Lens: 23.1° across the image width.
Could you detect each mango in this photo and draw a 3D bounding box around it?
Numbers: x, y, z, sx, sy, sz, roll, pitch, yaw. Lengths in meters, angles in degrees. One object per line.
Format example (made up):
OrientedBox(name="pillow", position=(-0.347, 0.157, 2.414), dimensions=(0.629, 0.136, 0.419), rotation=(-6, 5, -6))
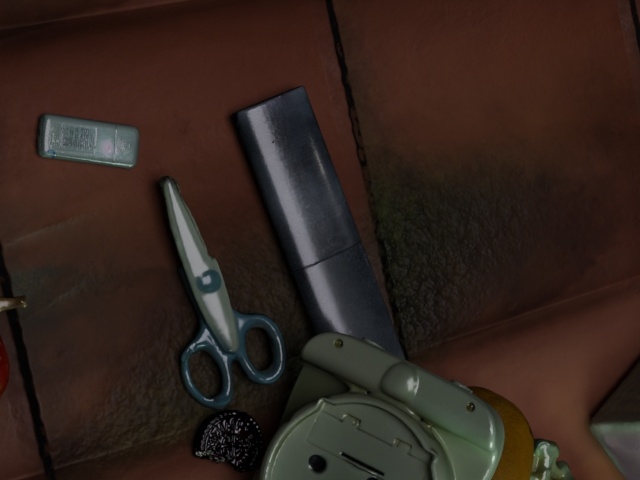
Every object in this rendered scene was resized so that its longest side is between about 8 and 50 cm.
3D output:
OrientedBox(name="mango", position=(0.195, 0.281, 1.959), dimensions=(0.157, 0.262, 0.109), rotation=(-19, 122, 6))

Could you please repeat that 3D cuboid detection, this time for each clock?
OrientedBox(name="clock", position=(0.049, 0.292, 1.860), dimensions=(0.265, 0.108, 0.324), rotation=(24, 85, 17))

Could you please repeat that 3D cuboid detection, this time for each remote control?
OrientedBox(name="remote control", position=(-0.270, -0.116, 1.827), dimensions=(0.124, 0.018, 0.053), rotation=(5, 84, -30))
OrientedBox(name="remote control", position=(0.000, 0.000, 1.961), dimensions=(0.107, 0.044, 0.378), rotation=(-24, 100, -21))

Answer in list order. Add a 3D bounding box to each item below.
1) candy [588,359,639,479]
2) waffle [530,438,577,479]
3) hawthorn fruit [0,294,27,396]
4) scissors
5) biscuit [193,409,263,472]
OrientedBox(name="candy", position=(0.554, 0.185, 2.181), dimensions=(0.359, 0.208, 0.145), rotation=(-46, 103, -22))
OrientedBox(name="waffle", position=(0.251, 0.423, 2.080), dimensions=(0.309, 0.056, 0.292), rotation=(-35, 105, -23))
OrientedBox(name="hawthorn fruit", position=(-0.417, 0.124, 1.640), dimensions=(0.253, 0.205, 0.205), rotation=(-34, 105, -33))
OrientedBox(name="scissors", position=(-0.137, 0.057, 1.883), dimensions=(0.138, 0.041, 0.289), rotation=(-24, 104, -19))
OrientedBox(name="biscuit", position=(-0.111, 0.247, 1.899), dimensions=(0.089, 0.027, 0.087), rotation=(-31, 104, -27))
